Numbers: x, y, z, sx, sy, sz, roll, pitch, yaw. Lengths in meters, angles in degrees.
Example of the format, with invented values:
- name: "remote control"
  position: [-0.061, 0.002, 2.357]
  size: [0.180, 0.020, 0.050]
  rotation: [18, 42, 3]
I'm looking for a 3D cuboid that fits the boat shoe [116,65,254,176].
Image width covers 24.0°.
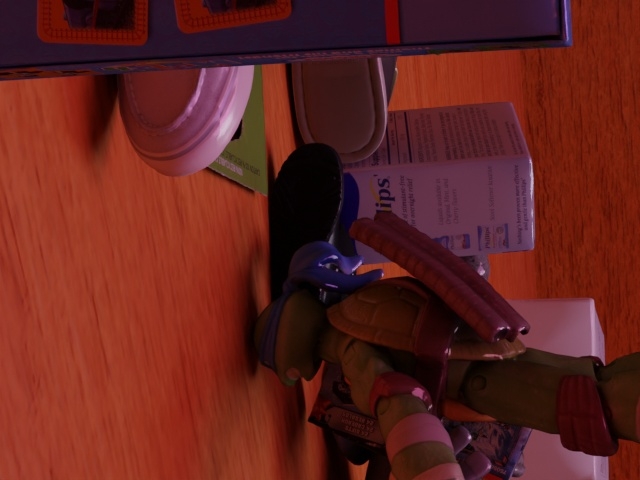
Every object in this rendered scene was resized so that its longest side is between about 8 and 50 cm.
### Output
- name: "boat shoe"
  position: [-0.067, -0.120, 0.654]
  size: [0.063, 0.066, 0.184]
  rotation: [38, 52, -56]

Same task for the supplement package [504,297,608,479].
- name: "supplement package"
  position: [0.196, 0.163, 1.522]
  size: [0.293, 0.178, 0.175]
  rotation: [38, 52, -73]

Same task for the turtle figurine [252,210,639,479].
- name: "turtle figurine"
  position: [0.089, 0.132, 0.854]
  size: [0.198, 0.266, 0.274]
  rotation: [73, 22, -56]

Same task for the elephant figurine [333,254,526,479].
- name: "elephant figurine"
  position: [0.079, 0.128, 1.094]
  size: [0.186, 0.169, 0.239]
  rotation: [-161, -115, -72]

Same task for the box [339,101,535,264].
- name: "box"
  position: [0.078, -0.042, 1.072]
  size: [0.126, 0.137, 0.072]
  rotation: [-87, 172, -68]

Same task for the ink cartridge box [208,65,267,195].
- name: "ink cartridge box"
  position: [-0.012, -0.163, 0.820]
  size: [0.189, 0.097, 0.255]
  rotation: [26, 63, -77]

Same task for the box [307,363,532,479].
- name: "box"
  position: [0.070, 0.102, 0.971]
  size: [0.027, 0.137, 0.094]
  rotation: [-46, 159, -65]

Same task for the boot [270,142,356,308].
- name: "boot"
  position: [0.001, 0.000, 0.971]
  size: [0.099, 0.045, 0.121]
  rotation: [1, 94, -75]

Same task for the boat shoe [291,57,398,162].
- name: "boat shoe"
  position: [0.014, -0.168, 0.992]
  size: [0.068, 0.081, 0.227]
  rotation: [-70, 162, -66]

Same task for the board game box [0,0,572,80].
- name: "board game box"
  position: [-0.039, -0.128, 0.426]
  size: [0.039, 0.212, 0.160]
  rotation: [-21, 109, -78]
